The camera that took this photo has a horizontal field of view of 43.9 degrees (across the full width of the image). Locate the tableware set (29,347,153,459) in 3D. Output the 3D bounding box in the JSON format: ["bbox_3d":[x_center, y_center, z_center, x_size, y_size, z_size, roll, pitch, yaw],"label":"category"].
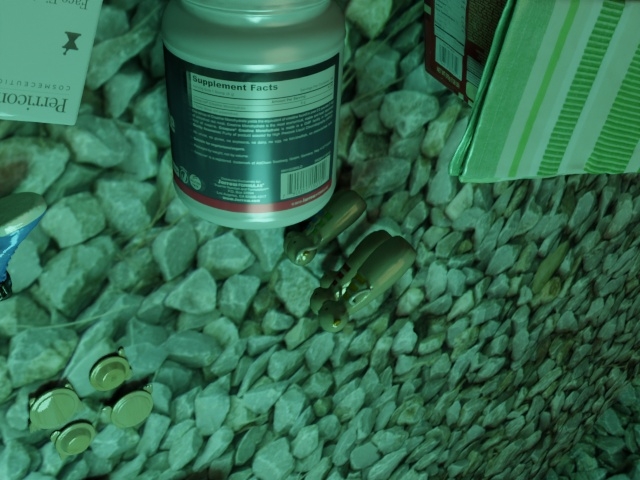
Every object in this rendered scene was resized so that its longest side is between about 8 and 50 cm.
[{"bbox_3d":[-0.307,0.225,1.072,0.168,0.020,0.141,-28,133,-23],"label":"tableware set"}]

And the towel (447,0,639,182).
[{"bbox_3d":[0.326,-0.184,0.981,0.324,0.038,0.248,-5,128,-26],"label":"towel"}]

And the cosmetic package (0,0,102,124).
[{"bbox_3d":[-0.282,-0.212,0.660,0.151,0.151,0.184,-2,121,-41],"label":"cosmetic package"}]

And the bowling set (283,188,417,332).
[{"bbox_3d":[0.000,0.000,1.105,0.154,0.200,0.287,-43,-178,-2],"label":"bowling set"}]

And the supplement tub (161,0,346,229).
[{"bbox_3d":[-0.071,-0.167,0.860,0.191,0.191,0.272,-21,132,-30],"label":"supplement tub"}]

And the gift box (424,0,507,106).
[{"bbox_3d":[0.298,-0.304,1.066,0.258,0.255,0.276,-23,140,-16],"label":"gift box"}]

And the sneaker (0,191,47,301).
[{"bbox_3d":[-0.344,0.017,0.847,0.152,0.058,0.085,-37,133,-10],"label":"sneaker"}]
